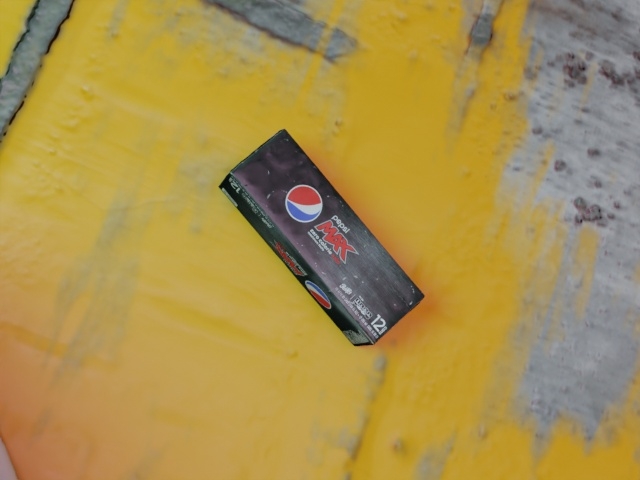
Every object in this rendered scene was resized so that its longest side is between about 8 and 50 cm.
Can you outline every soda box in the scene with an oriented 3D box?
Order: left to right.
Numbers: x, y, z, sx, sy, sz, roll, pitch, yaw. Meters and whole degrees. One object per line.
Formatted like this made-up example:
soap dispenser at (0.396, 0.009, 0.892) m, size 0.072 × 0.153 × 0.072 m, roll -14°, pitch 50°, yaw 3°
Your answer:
soda box at (0.000, 0.000, 0.713) m, size 0.060 × 0.053 × 0.169 m, roll -41°, pitch 94°, yaw -18°

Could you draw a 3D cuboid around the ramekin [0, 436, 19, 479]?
ramekin at (-0.278, 0.116, 0.506) m, size 0.135 × 0.277 × 0.277 m, roll -28°, pitch 90°, yaw -10°
